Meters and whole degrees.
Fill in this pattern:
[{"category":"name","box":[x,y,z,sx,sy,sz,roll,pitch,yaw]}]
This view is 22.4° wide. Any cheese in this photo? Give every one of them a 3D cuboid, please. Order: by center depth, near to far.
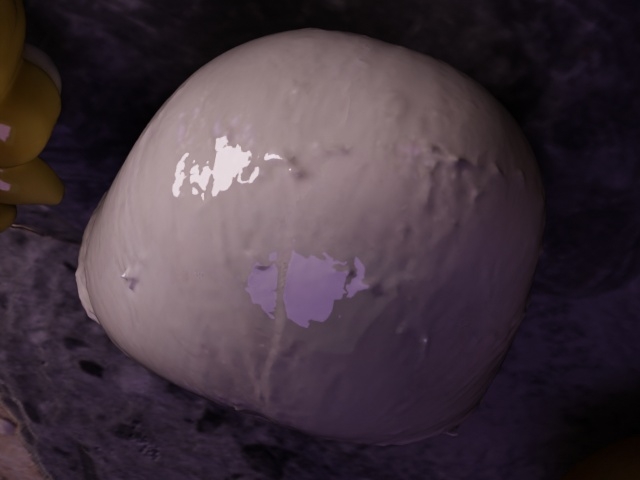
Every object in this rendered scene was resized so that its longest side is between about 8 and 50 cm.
[{"category":"cheese","box":[0.000,0.000,0.688,0.198,0.154,0.189,18,135,-5]}]

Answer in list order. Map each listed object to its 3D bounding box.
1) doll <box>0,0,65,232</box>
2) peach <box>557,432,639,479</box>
[{"category":"doll","box":[-0.153,-0.110,0.651,0.117,0.086,0.291,14,139,6]},{"category":"peach","box":[0.187,0.186,0.846,0.184,0.184,0.184,8,141,7]}]
